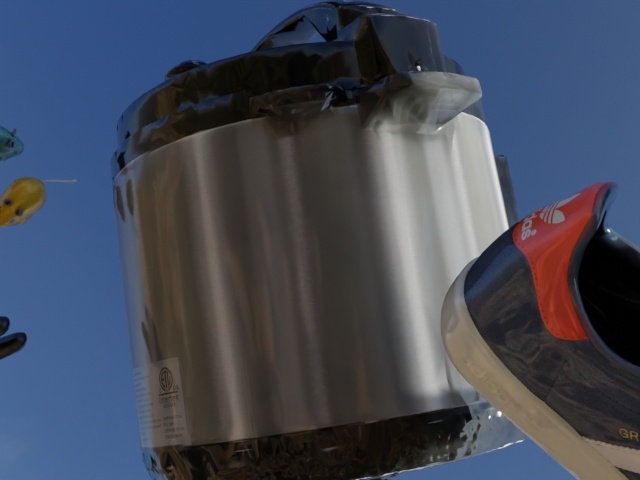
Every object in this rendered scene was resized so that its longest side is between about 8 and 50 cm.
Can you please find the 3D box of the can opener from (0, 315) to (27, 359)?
[{"bbox_3d":[-0.354,0.113,0.741,0.186,0.073,0.059,-18,-38,6],"label":"can opener"}]

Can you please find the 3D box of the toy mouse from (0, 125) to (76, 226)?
[{"bbox_3d":[-0.341,-0.075,0.804,0.143,0.161,0.031,49,-41,-11],"label":"toy mouse"}]

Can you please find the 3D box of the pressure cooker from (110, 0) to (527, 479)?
[{"bbox_3d":[-0.004,0.000,0.755,0.369,0.375,0.421,-13,-101,14],"label":"pressure cooker"}]

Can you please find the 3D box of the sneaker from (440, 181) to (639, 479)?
[{"bbox_3d":[0.237,0.104,0.442,0.350,0.131,0.148,37,-48,1],"label":"sneaker"}]
